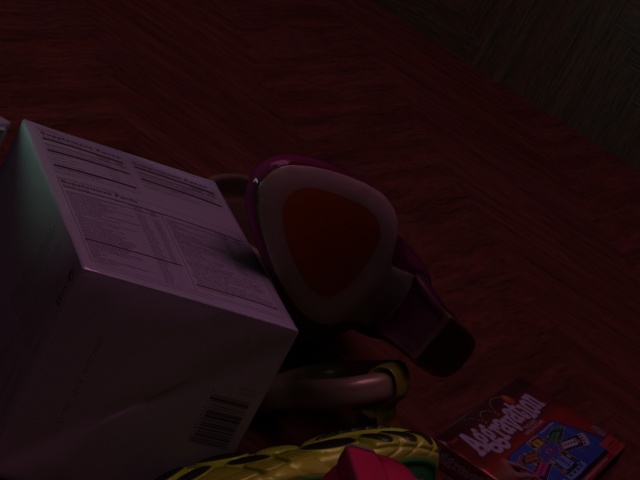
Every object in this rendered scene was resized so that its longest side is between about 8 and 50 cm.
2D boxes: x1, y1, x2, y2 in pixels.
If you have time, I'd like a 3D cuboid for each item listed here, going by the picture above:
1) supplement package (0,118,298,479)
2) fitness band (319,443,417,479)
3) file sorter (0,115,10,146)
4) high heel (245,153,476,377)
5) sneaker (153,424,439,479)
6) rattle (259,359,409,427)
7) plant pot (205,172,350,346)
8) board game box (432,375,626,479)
[{"bbox_3d":[-0.178,0.063,1.556,0.198,0.199,0.263,17,22,-28],"label":"supplement package"},{"bbox_3d":[0.014,0.268,1.284,0.054,0.209,0.291,19,20,-16],"label":"fitness band"},{"bbox_3d":[-0.431,-0.043,1.513,0.173,0.193,0.277,32,20,18],"label":"file sorter"},{"bbox_3d":[0.000,0.000,1.668,0.181,0.127,0.377,42,-5,39],"label":"high heel"},{"bbox_3d":[-0.025,0.226,1.472,0.295,0.124,0.109,-8,3,-29],"label":"sneaker"},{"bbox_3d":[-0.012,0.178,1.747,0.199,0.143,0.130,-8,21,-4],"label":"rattle"},{"bbox_3d":[-0.040,0.035,1.940,0.237,0.110,0.237,25,20,-10],"label":"plant pot"},{"bbox_3d":[0.220,0.221,1.938,0.145,0.027,0.281,32,20,16],"label":"board game box"}]
